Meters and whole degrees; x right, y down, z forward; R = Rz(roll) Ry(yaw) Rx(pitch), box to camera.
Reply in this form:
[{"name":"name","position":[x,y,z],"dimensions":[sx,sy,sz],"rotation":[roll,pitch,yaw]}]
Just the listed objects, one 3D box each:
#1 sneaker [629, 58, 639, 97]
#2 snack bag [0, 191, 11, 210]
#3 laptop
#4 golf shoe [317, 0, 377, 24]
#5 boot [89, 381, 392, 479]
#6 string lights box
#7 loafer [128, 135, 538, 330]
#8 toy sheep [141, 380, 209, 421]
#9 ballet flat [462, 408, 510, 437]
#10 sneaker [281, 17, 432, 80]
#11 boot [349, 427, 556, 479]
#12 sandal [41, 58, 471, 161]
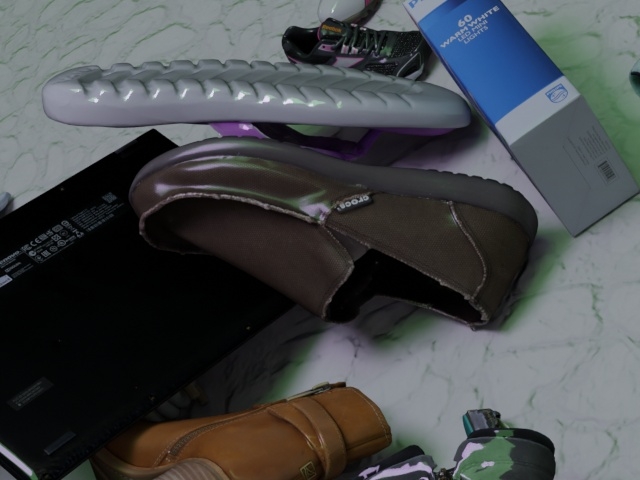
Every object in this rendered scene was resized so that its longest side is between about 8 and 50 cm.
[{"name":"sneaker","position":[0.362,-0.121,1.293],"dimensions":[0.151,0.094,0.256],"rotation":[-38,29,-7]},{"name":"snack bag","position":[-0.532,0.058,1.755],"dimensions":[0.323,0.037,0.342],"rotation":[-27,12,16]},{"name":"laptop","position":[-0.262,0.085,1.520],"dimensions":[0.408,0.236,0.382],"rotation":[34,50,25]},{"name":"golf shoe","position":[0.039,-0.317,1.736],"dimensions":[0.067,0.086,0.186],"rotation":[8,60,40]},{"name":"boot","position":[-0.080,0.171,1.344],"dimensions":[0.220,0.109,0.283],"rotation":[-25,11,-17]},{"name":"string lights box","position":[0.178,-0.134,1.420],"dimensions":[0.077,0.133,0.260],"rotation":[-36,39,6]},{"name":"loafer","position":[0.000,0.000,1.368],"dimensions":[0.366,0.134,0.130],"rotation":[5,64,14]},{"name":"toy sheep","position":[-0.155,0.132,1.475],"dimensions":[0.132,0.091,0.091],"rotation":[-37,39,-4]},{"name":"ballet flat","position":[0.142,0.176,1.238],"dimensions":[0.041,0.041,0.114],"rotation":[-28,42,14]},{"name":"sneaker","position":[0.031,-0.197,1.637],"dimensions":[0.178,0.077,0.072],"rotation":[-5,52,34]},{"name":"boot","position":[0.038,0.282,1.148],"dimensions":[0.338,0.118,0.223],"rotation":[-20,51,6]},{"name":"sandal","position":[-0.062,-0.115,1.544],"dimensions":[0.416,0.102,0.169],"rotation":[4,19,3]}]
